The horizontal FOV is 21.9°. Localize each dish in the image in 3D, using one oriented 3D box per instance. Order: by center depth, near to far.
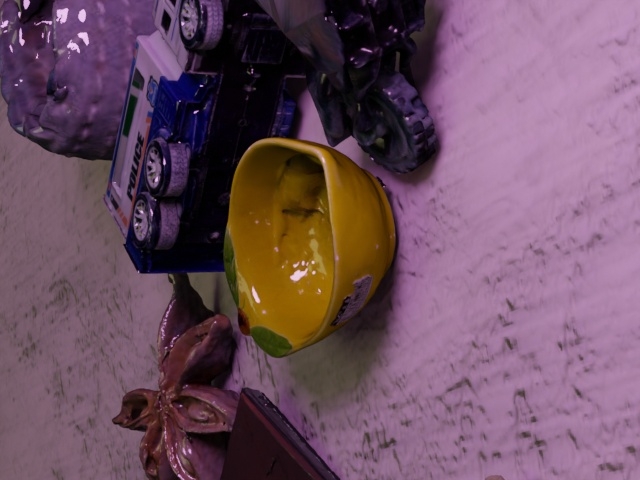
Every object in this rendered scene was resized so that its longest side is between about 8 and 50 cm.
[{"bbox_3d":[0.000,0.000,1.201,0.149,0.080,0.207,63,148,26],"label":"dish"}]

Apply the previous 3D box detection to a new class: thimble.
[{"bbox_3d":[-0.194,-0.181,1.493,0.205,0.172,0.236,-60,37,39],"label":"thimble"}]

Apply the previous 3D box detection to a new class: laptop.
[{"bbox_3d":[-0.041,0.242,1.334,0.154,0.026,0.207,42,129,43],"label":"laptop"}]

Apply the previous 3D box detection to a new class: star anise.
[{"bbox_3d":[-0.113,0.149,1.455,0.172,0.063,0.208,51,128,43],"label":"star anise"}]

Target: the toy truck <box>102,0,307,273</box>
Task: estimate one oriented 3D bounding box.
[{"bbox_3d":[-0.091,-0.115,1.335,0.155,0.124,0.268,53,135,49],"label":"toy truck"}]

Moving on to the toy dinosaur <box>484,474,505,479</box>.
[{"bbox_3d":[0.126,0.285,0.971,0.162,0.077,0.294,146,135,-65],"label":"toy dinosaur"}]

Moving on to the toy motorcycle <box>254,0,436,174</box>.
[{"bbox_3d":[-0.001,-0.170,1.113,0.159,0.106,0.270,28,144,44],"label":"toy motorcycle"}]

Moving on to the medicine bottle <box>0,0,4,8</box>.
[{"bbox_3d":[-0.414,-0.288,1.949,0.147,0.147,0.143,-36,56,58],"label":"medicine bottle"}]
